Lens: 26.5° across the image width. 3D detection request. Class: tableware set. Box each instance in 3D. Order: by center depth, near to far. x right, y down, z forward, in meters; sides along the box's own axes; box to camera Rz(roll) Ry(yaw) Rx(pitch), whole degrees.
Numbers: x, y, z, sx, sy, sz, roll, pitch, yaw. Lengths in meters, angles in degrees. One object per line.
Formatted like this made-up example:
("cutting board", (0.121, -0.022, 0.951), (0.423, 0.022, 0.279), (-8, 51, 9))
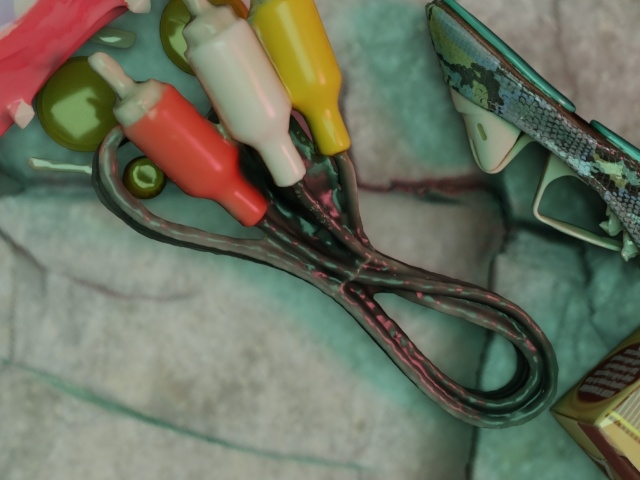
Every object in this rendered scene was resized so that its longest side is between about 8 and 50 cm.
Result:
("tableware set", (-0.088, -0.099, 0.692), (0.104, 0.024, 0.154), (9, 87, -9))

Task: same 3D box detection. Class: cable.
("cable", (0.000, 0.000, 0.660), (0.139, 0.072, 0.287), (-40, 98, -7))

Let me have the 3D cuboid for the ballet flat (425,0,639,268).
("ballet flat", (0.116, -0.046, 0.692), (0.188, 0.070, 0.070), (37, 85, -1))

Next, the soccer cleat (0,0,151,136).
("soccer cleat", (-0.164, -0.105, 0.642), (0.248, 0.083, 0.095), (-39, 64, 3))

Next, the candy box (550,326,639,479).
("candy box", (0.298, 0.053, 0.693), (0.316, 0.087, 0.183), (-41, 92, -5))
